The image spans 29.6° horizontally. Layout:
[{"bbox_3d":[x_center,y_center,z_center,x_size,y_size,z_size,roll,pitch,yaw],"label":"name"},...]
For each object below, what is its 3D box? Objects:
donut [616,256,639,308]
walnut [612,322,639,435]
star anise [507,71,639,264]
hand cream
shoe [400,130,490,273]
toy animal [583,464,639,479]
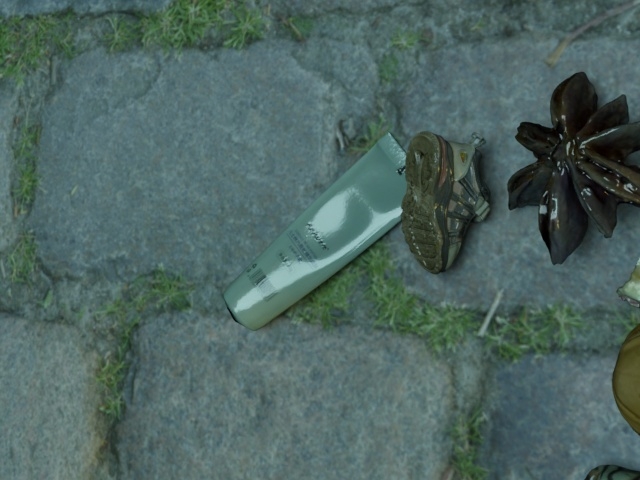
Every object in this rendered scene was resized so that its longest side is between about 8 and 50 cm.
[{"bbox_3d":[0.418,0.015,1.366,0.108,0.065,0.166,31,97,30],"label":"donut"},{"bbox_3d":[0.412,0.152,1.300,0.197,0.165,0.165,13,90,26],"label":"walnut"},{"bbox_3d":[0.303,-0.081,1.405,0.236,0.093,0.229,21,93,46],"label":"star anise"},{"bbox_3d":[0.000,0.000,1.599,0.320,0.067,0.109,-42,66,13],"label":"hand cream"},{"bbox_3d":[0.158,-0.051,1.501,0.089,0.092,0.180,30,126,58],"label":"shoe"},{"bbox_3d":[0.401,0.328,1.333,0.255,0.090,0.170,-8,76,25],"label":"toy animal"}]
